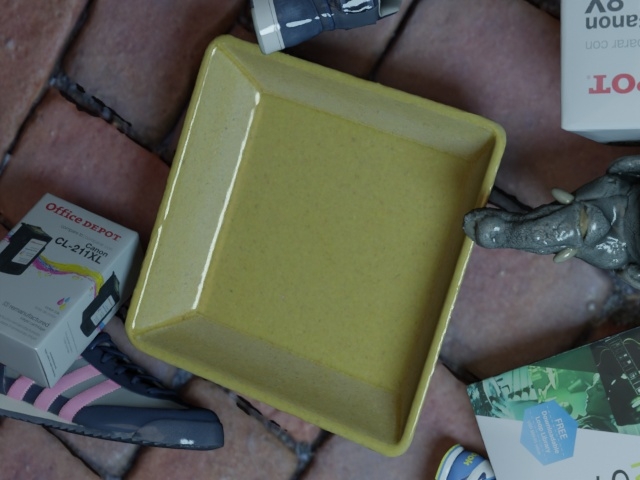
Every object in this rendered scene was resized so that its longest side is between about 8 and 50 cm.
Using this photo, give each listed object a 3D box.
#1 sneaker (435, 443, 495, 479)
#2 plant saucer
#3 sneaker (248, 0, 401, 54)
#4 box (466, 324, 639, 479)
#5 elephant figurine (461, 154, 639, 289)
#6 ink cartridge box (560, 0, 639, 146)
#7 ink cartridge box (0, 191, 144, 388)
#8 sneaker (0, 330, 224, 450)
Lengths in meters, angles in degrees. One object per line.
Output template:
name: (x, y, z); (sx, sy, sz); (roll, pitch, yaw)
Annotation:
sneaker: (0.132, 0.270, 1.597); (0.059, 0.053, 0.144); (17, 98, 23)
plant saucer: (0.000, 0.000, 1.647); (0.333, 0.081, 0.332); (20, 98, 23)
sneaker: (0.001, -0.293, 1.650); (0.163, 0.086, 0.226); (-15, 59, 4)
box: (0.315, 0.190, 1.507); (0.322, 0.058, 0.232); (-22, 80, 22)
elephant figurine: (0.285, -0.018, 1.480); (0.239, 0.186, 0.169); (2, 54, 54)
ink cartridge box: (0.359, -0.277, 1.433); (0.279, 0.160, 0.384); (1, 90, 25)
ink cartridge box: (-0.281, 0.048, 1.728); (0.127, 0.072, 0.175); (23, 56, 24)
sneaker: (-0.238, 0.138, 1.743); (0.319, 0.112, 0.131); (11, 83, 22)
